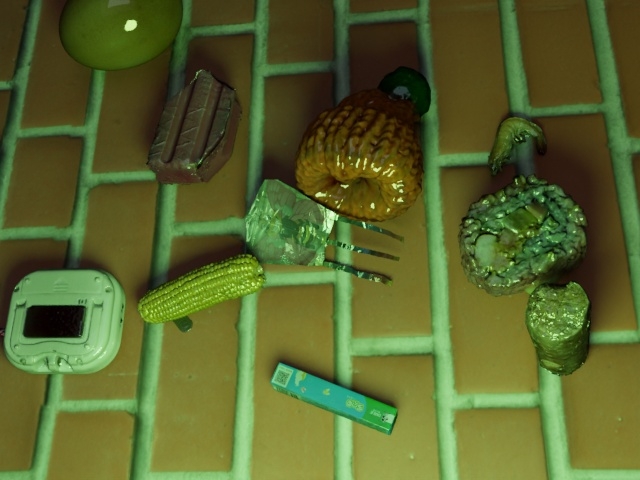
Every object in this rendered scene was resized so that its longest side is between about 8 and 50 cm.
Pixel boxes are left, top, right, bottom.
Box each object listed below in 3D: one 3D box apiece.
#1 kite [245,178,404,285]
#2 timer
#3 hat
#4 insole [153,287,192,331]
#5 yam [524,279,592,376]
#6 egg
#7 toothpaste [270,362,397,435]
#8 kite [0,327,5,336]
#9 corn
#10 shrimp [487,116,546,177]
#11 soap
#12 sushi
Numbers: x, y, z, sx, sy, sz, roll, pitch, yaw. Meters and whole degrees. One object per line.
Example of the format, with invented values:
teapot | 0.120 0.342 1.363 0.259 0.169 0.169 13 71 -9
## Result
kite | 0.001 -0.001 1.762 0.360 0.022 0.204 19 109 10
timer | -0.570 0.175 1.760 0.262 0.087 0.237 -1 67 7
hat | 0.116 -0.258 1.780 0.285 0.285 0.400 12 64 12
insole | -0.336 0.155 1.788 0.045 0.002 0.135 -40 68 -11
yam | 0.472 0.171 1.564 0.128 0.238 0.129 -43 61 -5
egg | -0.502 -0.559 1.989 0.322 0.250 0.250 -27 66 1
toothpaste | 0.027 0.327 1.635 0.266 0.065 0.050 19 66 15
kite | -0.797 0.202 1.818 0.189 0.009 0.232 9 69 9
corn | -0.265 0.109 1.751 0.291 0.101 0.101 -20 65 1
shrimp | 0.458 -0.208 1.841 0.124 0.034 0.178 18 65 7
soap | -0.294 -0.278 1.915 0.182 0.112 0.289 6 67 9
sushi | 0.424 0.012 1.672 0.270 0.171 0.236 -30 66 -4
